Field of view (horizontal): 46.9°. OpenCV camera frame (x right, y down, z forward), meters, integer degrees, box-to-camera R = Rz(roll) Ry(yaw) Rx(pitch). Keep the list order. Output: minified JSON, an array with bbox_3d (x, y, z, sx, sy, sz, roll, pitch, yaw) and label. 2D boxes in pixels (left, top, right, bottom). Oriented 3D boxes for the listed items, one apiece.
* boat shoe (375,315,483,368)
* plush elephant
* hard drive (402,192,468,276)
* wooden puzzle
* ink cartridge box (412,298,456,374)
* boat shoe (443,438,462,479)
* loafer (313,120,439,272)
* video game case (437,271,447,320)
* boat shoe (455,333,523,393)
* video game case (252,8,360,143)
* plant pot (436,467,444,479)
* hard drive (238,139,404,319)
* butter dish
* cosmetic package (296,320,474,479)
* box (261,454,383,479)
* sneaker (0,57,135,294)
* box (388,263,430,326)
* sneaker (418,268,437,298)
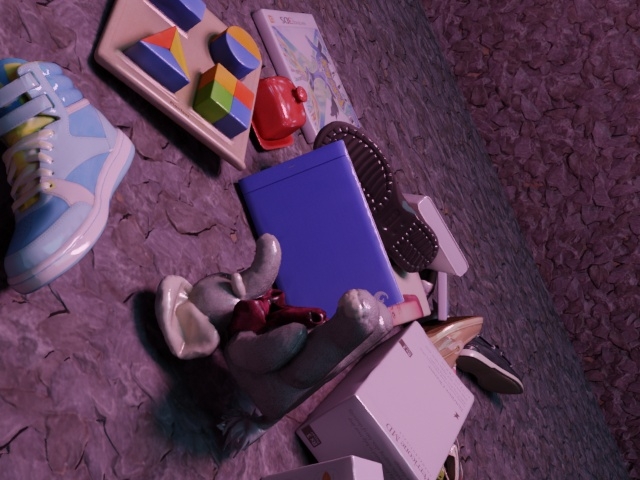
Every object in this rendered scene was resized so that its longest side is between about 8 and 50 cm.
[{"bbox_3d":[0.263,0.255,1.729,0.341,0.122,0.110,-15,93,-39],"label":"boat shoe"},{"bbox_3d":[-0.086,0.120,1.098,0.255,0.330,0.272,50,9,13],"label":"plush elephant"},{"bbox_3d":[0.187,-0.025,1.695,0.040,0.308,0.203,-42,114,-18],"label":"hard drive"},{"bbox_3d":[-0.220,-0.335,1.315,0.322,0.081,0.347,37,39,-35],"label":"wooden puzzle"},{"bbox_3d":[0.288,0.260,1.880,0.115,0.067,0.198,47,35,-37],"label":"ink cartridge box"},{"bbox_3d":[0.302,0.507,1.744,0.043,0.049,0.136,2,74,-60],"label":"boat shoe"},{"bbox_3d":[0.094,-0.083,1.500,0.365,0.134,0.130,54,-8,-23],"label":"loafer"},{"bbox_3d":[0.303,0.082,1.815,0.193,0.023,0.212,-2,92,-78],"label":"video game case"},{"bbox_3d":[0.485,0.346,2.123,0.340,0.127,0.113,33,53,-36],"label":"boat shoe"},{"bbox_3d":[-0.025,-0.411,1.832,0.328,0.036,0.300,67,26,-4],"label":"video game case"},{"bbox_3d":[0.215,0.486,1.554,0.083,0.079,0.083,42,37,-43],"label":"plant pot"},{"bbox_3d":[0.000,0.000,1.371,0.040,0.210,0.318,1,68,-83],"label":"hard drive"},{"bbox_3d":[-0.081,-0.283,1.535,0.160,0.118,0.159,-26,93,-64],"label":"butter dish"},{"bbox_3d":[0.137,0.330,1.399,0.217,0.156,0.385,52,25,1],"label":"cosmetic package"},{"bbox_3d":[0.007,0.410,1.112,0.091,0.171,0.130,34,43,-49],"label":"box"},{"bbox_3d":[-0.350,-0.095,0.880,0.208,0.127,0.319,54,20,-31],"label":"sneaker"},{"bbox_3d":[0.114,0.130,1.556,0.232,0.149,0.126,-1,72,-62],"label":"box"},{"bbox_3d":[0.253,0.048,1.866,0.114,0.152,0.305,20,43,-14],"label":"sneaker"}]
